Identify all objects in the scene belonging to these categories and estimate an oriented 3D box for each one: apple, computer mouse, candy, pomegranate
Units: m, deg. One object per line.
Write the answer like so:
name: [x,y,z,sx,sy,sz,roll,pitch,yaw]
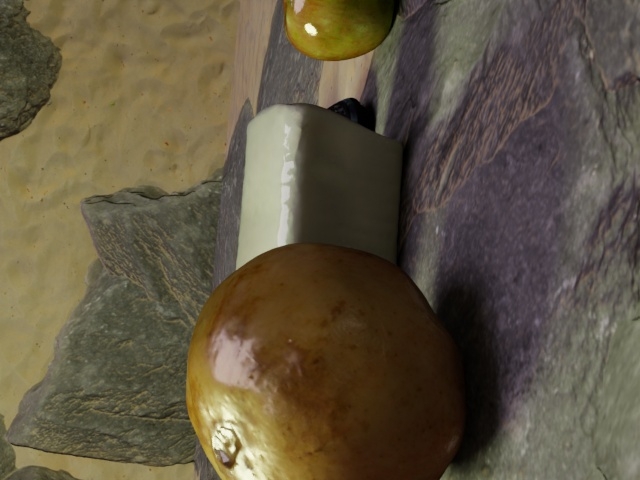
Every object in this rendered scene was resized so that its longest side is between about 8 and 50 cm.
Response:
apple: [0.027,-0.382,1.570,0.196,0.196,0.195,-174,90,-77]
computer mouse: [0.016,-0.131,1.671,0.137,0.096,0.233,-104,25,-56]
candy: [-0.001,-0.001,1.408,0.145,0.208,0.358,-12,70,56]
pomegranate: [0.019,0.165,1.129,0.338,0.338,0.338,-174,90,-77]
